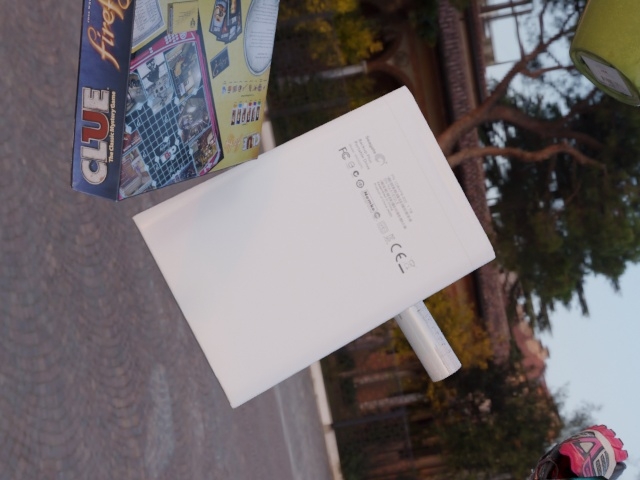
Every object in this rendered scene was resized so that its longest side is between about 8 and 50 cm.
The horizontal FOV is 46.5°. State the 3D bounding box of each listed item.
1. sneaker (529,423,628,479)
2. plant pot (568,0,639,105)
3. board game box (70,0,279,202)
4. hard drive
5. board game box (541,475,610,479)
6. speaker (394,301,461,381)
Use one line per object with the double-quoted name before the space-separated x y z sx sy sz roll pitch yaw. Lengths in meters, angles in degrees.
"sneaker" 0.413 0.435 1.319 0.121 0.112 0.299 55 -40 41
"plant pot" 0.516 -0.353 1.091 0.274 0.293 0.275 39 6 -5
"board game box" -0.106 -0.134 0.604 0.243 0.042 0.165 -34 136 -67
"hard drive" 0.000 0.000 0.853 0.233 0.353 0.047 62 -15 0
"board game box" 0.391 0.379 1.063 0.186 0.126 0.026 175 -87 -82
"speaker" 0.170 0.157 1.199 0.136 0.055 0.055 58 3 1
